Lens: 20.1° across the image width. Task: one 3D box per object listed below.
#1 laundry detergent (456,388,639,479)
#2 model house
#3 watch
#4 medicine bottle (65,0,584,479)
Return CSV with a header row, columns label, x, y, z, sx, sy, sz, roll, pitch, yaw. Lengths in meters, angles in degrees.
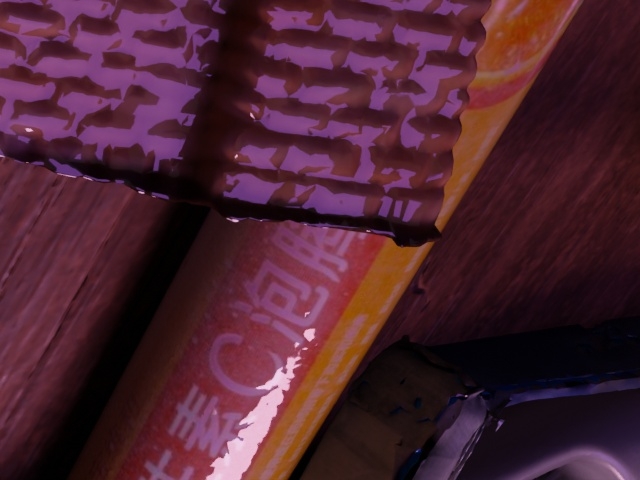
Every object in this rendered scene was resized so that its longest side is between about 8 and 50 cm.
label,x,y,z,sx,sy,sz,roll,pitch,yaw
laundry detergent,0.136,0.168,1.086,0.398,0.125,0.264,-31,143,-17
model house,-0.044,-0.112,0.578,0.183,0.166,0.172,6,111,-29
watch,0.117,0.115,0.902,0.274,0.068,0.276,34,87,-45
medicine bottle,0.000,0.000,0.775,0.108,0.108,0.426,-2,131,-43
